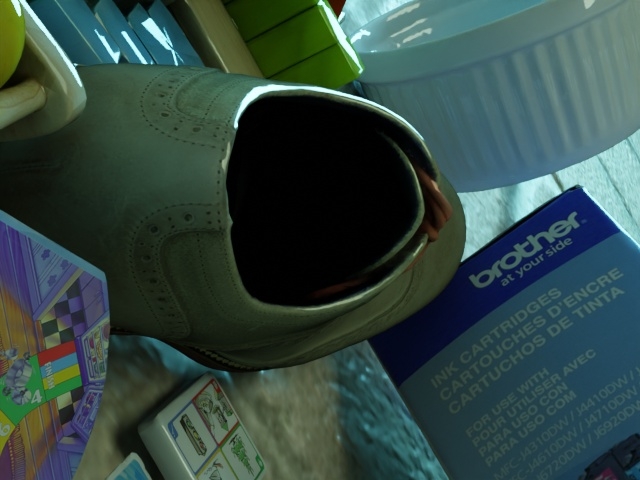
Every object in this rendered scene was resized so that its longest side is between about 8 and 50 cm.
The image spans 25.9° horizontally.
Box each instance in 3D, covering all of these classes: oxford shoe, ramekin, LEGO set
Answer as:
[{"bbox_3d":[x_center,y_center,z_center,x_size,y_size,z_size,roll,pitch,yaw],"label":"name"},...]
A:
[{"bbox_3d":[0.000,0.000,0.561,0.348,0.130,0.123,0,92,-62],"label":"oxford shoe"},{"bbox_3d":[0.128,-0.114,0.927,0.207,0.207,0.109,-60,132,-64],"label":"ramekin"},{"bbox_3d":[-0.041,0.161,0.478,0.182,0.060,0.244,60,13,-3],"label":"LEGO set"}]

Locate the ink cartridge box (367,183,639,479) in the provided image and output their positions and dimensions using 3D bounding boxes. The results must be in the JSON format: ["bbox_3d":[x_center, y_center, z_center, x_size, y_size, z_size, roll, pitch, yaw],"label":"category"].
[{"bbox_3d":[0.179,0.158,0.692,0.270,0.151,0.395,54,1,-37],"label":"ink cartridge box"}]

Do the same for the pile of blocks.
[{"bbox_3d":[-0.054,-0.113,0.620,0.362,0.112,0.149,3,64,-65],"label":"pile of blocks"}]

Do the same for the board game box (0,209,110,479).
[{"bbox_3d":[-0.108,0.049,0.319,0.168,0.033,0.133,38,79,-49],"label":"board game box"}]

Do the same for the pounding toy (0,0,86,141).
[{"bbox_3d":[-0.146,-0.146,0.387,0.269,0.154,0.155,62,22,-10],"label":"pounding toy"}]
